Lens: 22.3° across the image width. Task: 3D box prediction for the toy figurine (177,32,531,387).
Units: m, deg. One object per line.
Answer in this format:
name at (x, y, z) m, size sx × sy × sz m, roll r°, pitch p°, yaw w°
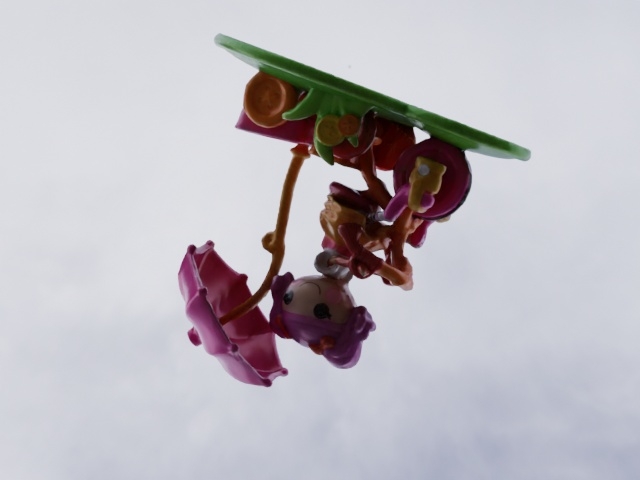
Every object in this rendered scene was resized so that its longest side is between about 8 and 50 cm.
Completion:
toy figurine at (0.000, 0.000, 0.808) m, size 0.173 × 0.130 × 0.159 m, roll 23°, pitch -85°, yaw 25°
